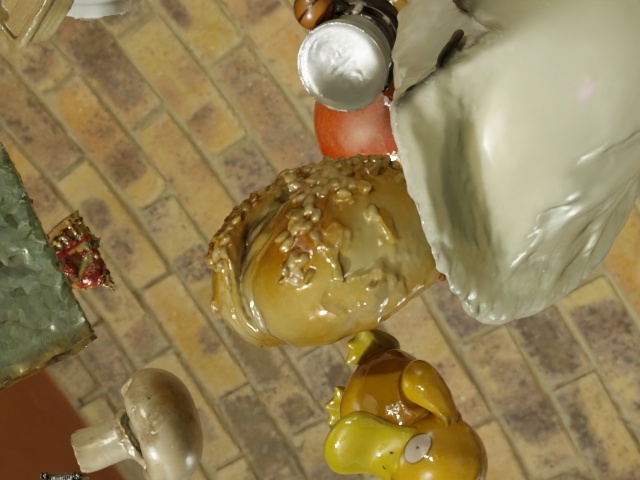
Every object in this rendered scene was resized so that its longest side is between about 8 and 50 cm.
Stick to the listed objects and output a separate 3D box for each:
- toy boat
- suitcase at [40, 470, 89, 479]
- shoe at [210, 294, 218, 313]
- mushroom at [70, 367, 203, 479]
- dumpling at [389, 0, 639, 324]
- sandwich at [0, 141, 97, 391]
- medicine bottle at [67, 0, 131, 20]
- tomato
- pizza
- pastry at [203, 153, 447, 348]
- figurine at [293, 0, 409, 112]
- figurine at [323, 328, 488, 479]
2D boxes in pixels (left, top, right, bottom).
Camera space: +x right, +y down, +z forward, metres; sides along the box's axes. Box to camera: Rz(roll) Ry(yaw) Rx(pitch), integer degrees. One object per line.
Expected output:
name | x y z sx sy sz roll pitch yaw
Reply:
toy boat | -0.416 -0.362 1.101 0.188 0.116 0.061 53 -146 10
suitcase | -0.504 0.489 1.607 0.126 0.086 0.059 110 161 -71
shoe | -0.156 0.099 1.513 0.109 0.069 0.072 -47 -35 -52
mushroom | -0.426 0.446 1.885 0.292 0.289 0.293 164 90 -74
dumpling | 0.121 -0.063 0.476 0.175 0.243 0.227 39 151 57
sandwich | -0.374 0.006 0.694 0.325 0.262 0.131 64 157 -11
medicine bottle | -0.390 -0.527 1.257 0.190 0.189 0.332 -70 -13 -64
tomato | 0.155 -0.194 1.380 0.321 0.321 0.322 46 -156 -27
pizza | -0.292 0.014 0.955 0.100 0.029 0.099 0 -87 -22
pastry | 0.000 0.000 0.946 0.284 0.315 0.184 -30 -81 -26
figurine | 0.052 -0.284 1.100 0.176 0.133 0.236 50 -144 -13
figurine | 0.107 0.237 1.036 0.215 0.215 0.228 51 -164 -15
